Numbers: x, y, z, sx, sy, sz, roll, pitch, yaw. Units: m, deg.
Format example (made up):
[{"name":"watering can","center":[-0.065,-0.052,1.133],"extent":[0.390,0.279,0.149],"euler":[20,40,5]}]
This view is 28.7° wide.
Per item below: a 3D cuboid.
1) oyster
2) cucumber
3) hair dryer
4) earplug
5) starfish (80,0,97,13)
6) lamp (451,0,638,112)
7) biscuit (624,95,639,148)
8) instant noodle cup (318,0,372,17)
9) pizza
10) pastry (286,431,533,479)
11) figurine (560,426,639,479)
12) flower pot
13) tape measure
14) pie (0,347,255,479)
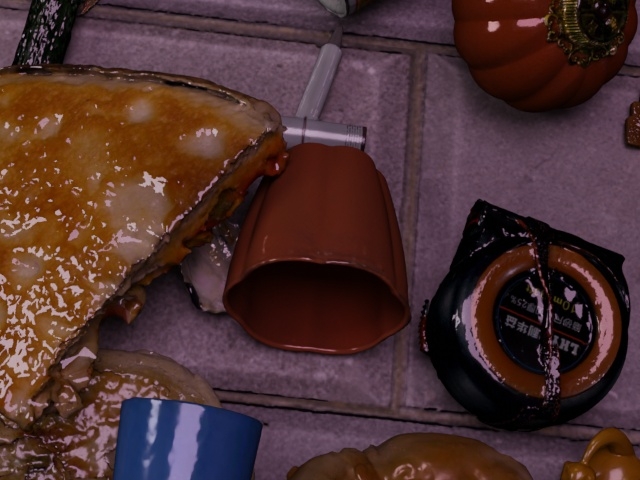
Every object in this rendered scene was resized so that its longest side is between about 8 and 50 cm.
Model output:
[{"name":"oyster","center":[-0.124,0.015,1.340],"extent":[0.146,0.045,0.121],"euler":[26,47,-15]},{"name":"cucumber","center":[-0.303,-0.263,1.423],"extent":[0.058,0.058,0.187],"euler":[13,73,1]},{"name":"hair dryer","center":[-0.019,-0.180,1.435],"extent":[0.155,0.044,0.183],"euler":[7,63,-3]},{"name":"earplug","center":[-0.136,0.287,1.117],"extent":[0.133,0.132,0.272],"euler":[8,72,-1]},{"name":"starfish","center":[-0.263,-0.305,1.475],"extent":[0.092,0.016,0.086],"euler":[-2,75,-8]},{"name":"lamp","center":[0.249,-0.253,1.397],"extent":[0.223,0.196,0.223],"euler":[-5,100,-30]},{"name":"biscuit","center":[0.388,-0.136,1.457],"extent":[0.092,0.016,0.082],"euler":[-42,82,-17]},{"name":"instant noodle cup","center":[0.071,-0.373,1.448],"extent":[0.212,0.193,0.193],"euler":[-38,76,-9]},{"name":"pizza","center":[-0.264,0.003,1.278],"extent":[0.440,0.130,0.406],"euler":[5,67,18]},{"name":"pastry","center":[0.066,0.324,1.162],"extent":[0.316,0.184,0.284],"euler":[-25,84,-14]},{"name":"figurine","center":[0.260,0.261,1.235],"extent":[0.121,0.122,0.176],"euler":[29,73,43]},{"name":"flower pot","center":[0.000,0.000,1.294],"extent":[0.191,0.190,0.173],"euler":[5,58,-2]},{"name":"tape measure","center":[0.213,0.087,1.298],"extent":[0.202,0.135,0.222],"euler":[22,71,-7]},{"name":"pie","center":[-0.227,0.256,1.224],"extent":[0.339,0.077,0.339],"euler":[1,69,-3]}]
